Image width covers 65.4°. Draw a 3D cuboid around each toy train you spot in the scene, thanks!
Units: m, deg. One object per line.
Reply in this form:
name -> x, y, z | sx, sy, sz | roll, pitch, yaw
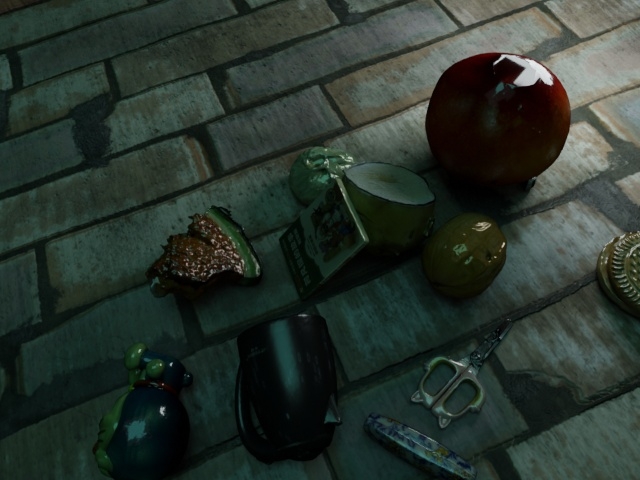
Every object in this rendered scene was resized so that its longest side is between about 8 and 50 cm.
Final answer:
toy train -> 0.607, -0.230, 1.441 | 0.047, 0.043, 0.207 | 11, 61, 7

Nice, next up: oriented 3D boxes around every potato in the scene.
potato -> 0.164, -0.078, 1.324 | 0.247, 0.196, 0.299 | 7, 29, -9

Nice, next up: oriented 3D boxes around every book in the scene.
book -> 0.000, 0.000, 1.272 | 0.027, 0.264, 0.201 | 7, 49, -42

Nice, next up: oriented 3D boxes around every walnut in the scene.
walnut -> 0.357, 0.038, 1.226 | 0.226, 0.193, 0.193 | -32, 61, -20

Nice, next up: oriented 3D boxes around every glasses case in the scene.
glasses case -> 0.207, 0.444, 1.057 | 0.248, 0.086, 0.065 | 25, 61, 19

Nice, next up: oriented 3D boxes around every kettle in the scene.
kettle -> -0.083, 0.342, 1.108 | 0.269, 0.207, 0.290 | -25, 65, 25

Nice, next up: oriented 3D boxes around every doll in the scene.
doll -> -0.377, 0.385, 1.093 | 0.186, 0.198, 0.321 | 7, 50, -5

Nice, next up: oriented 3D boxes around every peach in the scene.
peach -> 0.456, -0.318, 1.309 | 0.389, 0.388, 0.387 | -3, 59, 4

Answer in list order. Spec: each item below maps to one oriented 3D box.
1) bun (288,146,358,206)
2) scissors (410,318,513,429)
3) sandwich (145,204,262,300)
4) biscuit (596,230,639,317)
bun -> 0.009, -0.197, 1.437 | 0.204, 0.126, 0.212 | 39, 70, 23
scissors -> 0.350, 0.293, 1.169 | 0.318, 0.024, 0.160 | -41, 64, -18
sandwich -> -0.315, 0.068, 1.293 | 0.250, 0.162, 0.301 | 48, 43, 14
biscuit -> 0.817, 0.084, 1.214 | 0.260, 0.079, 0.258 | -3, 61, 5
